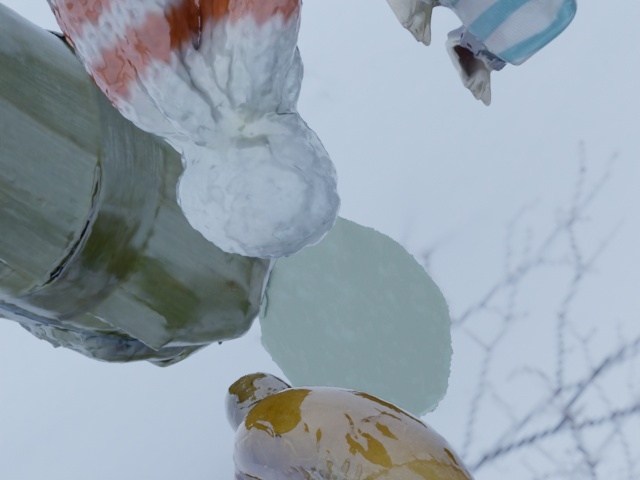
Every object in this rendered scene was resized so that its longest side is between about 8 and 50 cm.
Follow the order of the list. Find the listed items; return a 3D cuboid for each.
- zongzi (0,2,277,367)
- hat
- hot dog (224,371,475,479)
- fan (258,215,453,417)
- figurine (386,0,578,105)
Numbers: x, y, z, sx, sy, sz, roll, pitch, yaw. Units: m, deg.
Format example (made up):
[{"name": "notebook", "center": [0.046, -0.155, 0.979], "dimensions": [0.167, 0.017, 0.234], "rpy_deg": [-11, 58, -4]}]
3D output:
[{"name": "zongzi", "center": [-0.178, -0.020, 0.874], "dimensions": [0.251, 0.274, 0.125], "rpy_deg": [34, 62, -39]}, {"name": "hat", "center": [-0.038, -0.071, 0.586], "dimensions": [0.112, 0.162, 0.093], "rpy_deg": [-21, 175, 15]}, {"name": "hot dog", "center": [0.008, 0.103, 0.769], "dimensions": [0.060, 0.140, 0.089], "rpy_deg": [-29, 122, -47]}, {"name": "fan", "center": [0.000, 0.000, 1.399], "dimensions": [0.010, 0.182, 0.310], "rpy_deg": [-37, 111, -52]}, {"name": "figurine", "center": [0.173, -0.369, 1.614], "dimensions": [0.361, 0.377, 0.266], "rpy_deg": [-41, 131, 11]}]
